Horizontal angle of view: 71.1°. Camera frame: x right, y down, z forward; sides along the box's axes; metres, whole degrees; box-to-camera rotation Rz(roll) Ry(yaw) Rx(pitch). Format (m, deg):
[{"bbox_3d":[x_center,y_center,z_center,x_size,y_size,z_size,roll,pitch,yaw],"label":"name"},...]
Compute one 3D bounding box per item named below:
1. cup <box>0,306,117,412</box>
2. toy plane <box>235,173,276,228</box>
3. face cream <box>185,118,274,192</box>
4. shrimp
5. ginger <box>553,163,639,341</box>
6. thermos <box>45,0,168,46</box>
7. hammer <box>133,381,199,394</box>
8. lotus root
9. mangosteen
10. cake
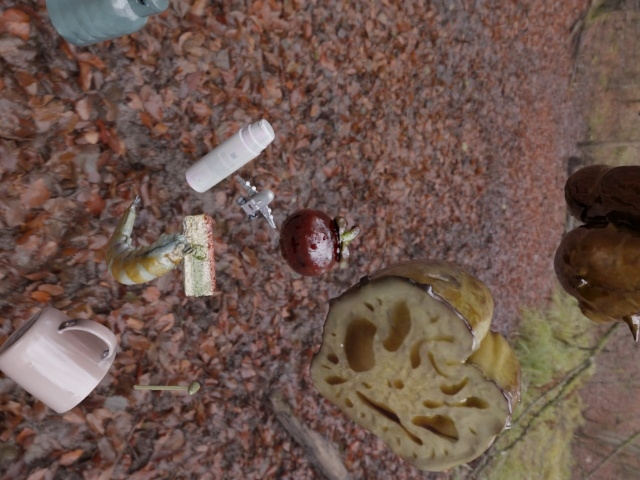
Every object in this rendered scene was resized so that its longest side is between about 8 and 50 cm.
[{"bbox_3d":[-0.627,0.269,1.092,0.200,0.252,0.192,52,18,-25],"label":"cup"},{"bbox_3d":[-0.240,-0.141,1.675,0.101,0.255,0.251,-40,103,-22],"label":"toy plane"},{"bbox_3d":[-0.295,-0.282,1.476,0.102,0.345,0.102,45,29,-34],"label":"face cream"},{"bbox_3d":[-0.439,0.016,1.087,0.185,0.287,0.068,-48,138,-12],"label":"shrimp"},{"bbox_3d":[0.471,0.016,0.547,0.176,0.418,0.254,22,85,-26],"label":"ginger"},{"bbox_3d":[-0.507,-0.584,1.109,0.182,0.286,0.145,-71,153,-50],"label":"thermos"},{"bbox_3d":[-0.456,0.434,1.303,0.060,0.195,0.028,-22,111,-86],"label":"hammer"},{"bbox_3d":[0.180,0.161,0.701,0.250,0.316,0.316,-27,115,-46],"label":"lotus root"},{"bbox_3d":[0.000,0.000,1.392,0.257,0.215,0.215,-11,106,-12],"label":"mangosteen"},{"bbox_3d":[-0.342,0.040,1.219,0.086,0.116,0.221,-3,86,-25],"label":"cake"}]
